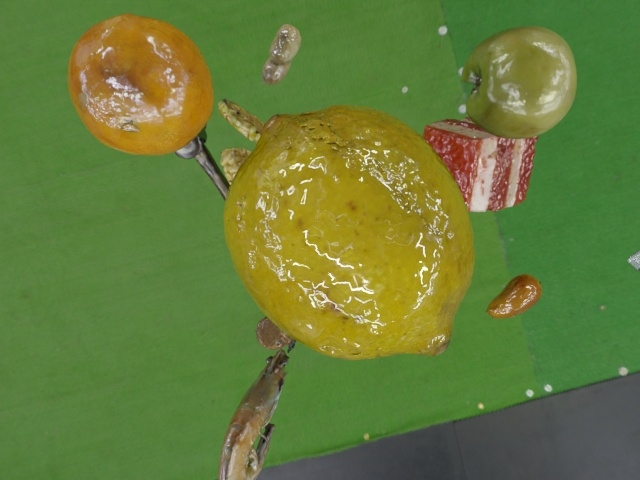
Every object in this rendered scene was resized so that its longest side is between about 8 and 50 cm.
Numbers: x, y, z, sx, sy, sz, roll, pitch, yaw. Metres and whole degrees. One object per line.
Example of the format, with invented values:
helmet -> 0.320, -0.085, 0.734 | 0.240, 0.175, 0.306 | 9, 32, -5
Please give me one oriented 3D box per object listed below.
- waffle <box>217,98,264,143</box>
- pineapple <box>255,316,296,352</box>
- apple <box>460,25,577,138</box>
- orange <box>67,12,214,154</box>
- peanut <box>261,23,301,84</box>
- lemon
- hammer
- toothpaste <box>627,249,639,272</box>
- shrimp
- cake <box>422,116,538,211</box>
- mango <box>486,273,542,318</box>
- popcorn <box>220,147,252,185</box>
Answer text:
waffle -> -0.182, -0.328, 1.607 | 0.058, 0.281, 0.301 | -55, 47, 12
pineapple -> -0.095, 0.283, 1.686 | 0.119, 0.277, 0.130 | -36, 68, 19
apple -> 0.513, -0.412, 1.385 | 0.254, 0.292, 0.292 | -4, 91, -16
orange -> -0.333, -0.287, 0.987 | 0.261, 0.261, 0.261 | 0, 91, 1
peanut -> -0.132, -0.609, 1.737 | 0.085, 0.104, 0.228 | 42, 136, 8
lemon -> 0.034, -0.003, 0.583 | 0.258, 0.258, 0.310 | -40, 86, 1
hammer -> -0.328, -0.198, 1.626 | 0.095, 0.242, 0.409 | -26, 118, 5
toothpaste -> 0.704, -0.016, 1.022 | 0.064, 0.041, 0.218 | 51, 121, 28
shrimp -> -0.098, 0.285, 0.832 | 0.052, 0.251, 0.144 | 10, 133, 21
cake -> 0.508, -0.253, 1.740 | 0.319, 0.269, 0.270 | -14, 118, -34
mango -> 0.527, 0.159, 1.411 | 0.159, 0.105, 0.084 | -44, 89, -7
popcorn -> -0.261, -0.245, 1.846 | 0.140, 0.163, 0.194 | -29, 135, 28
